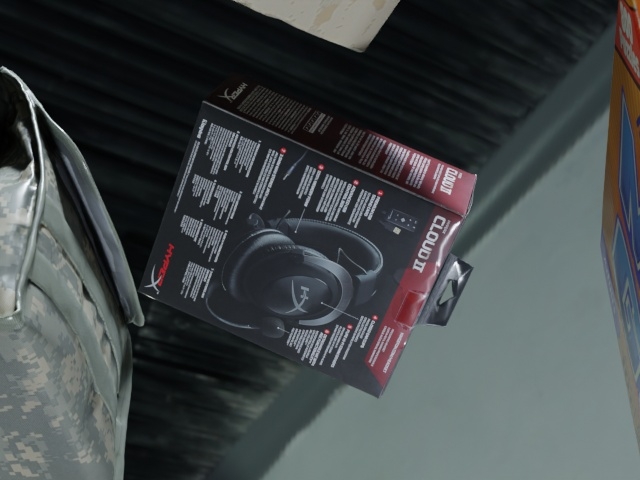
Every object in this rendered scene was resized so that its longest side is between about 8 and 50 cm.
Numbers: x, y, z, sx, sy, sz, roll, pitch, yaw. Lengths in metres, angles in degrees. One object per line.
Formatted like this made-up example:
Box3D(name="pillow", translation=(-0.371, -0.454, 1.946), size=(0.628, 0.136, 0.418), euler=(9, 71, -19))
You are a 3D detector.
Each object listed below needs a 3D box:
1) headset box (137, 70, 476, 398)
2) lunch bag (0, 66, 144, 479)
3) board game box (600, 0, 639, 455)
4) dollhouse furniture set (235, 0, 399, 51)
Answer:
Box3D(name="headset box", translation=(0.000, 0.000, 0.343), size=(0.032, 0.083, 0.062), euler=(-64, -4, -63))
Box3D(name="lunch bag", translation=(-0.238, 0.032, 0.961), size=(0.235, 0.168, 0.287), euler=(79, -173, -45))
Box3D(name="board game box", translation=(0.356, 0.068, 0.633), size=(0.356, 0.356, 0.356), euler=(-9, 66, 8))
Box3D(name="dollhouse furniture set", translation=(-0.127, -0.209, 0.223), size=(0.256, 0.394, 0.362), euler=(45, 109, 27))
